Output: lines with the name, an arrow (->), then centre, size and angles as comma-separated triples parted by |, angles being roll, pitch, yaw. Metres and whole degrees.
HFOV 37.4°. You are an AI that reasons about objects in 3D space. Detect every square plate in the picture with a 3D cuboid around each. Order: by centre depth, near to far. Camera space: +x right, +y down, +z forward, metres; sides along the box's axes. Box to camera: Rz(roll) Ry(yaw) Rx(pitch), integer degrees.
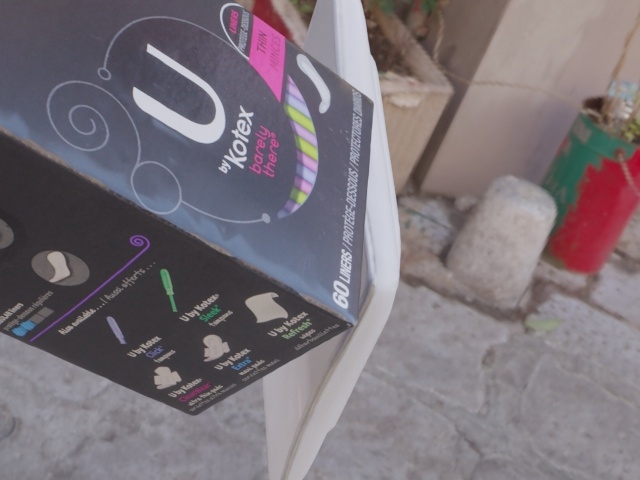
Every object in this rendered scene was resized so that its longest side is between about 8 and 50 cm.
square plate -> 0.000, 0.000, 0.815 | 0.049, 0.344, 0.347 | 5, 51, -11

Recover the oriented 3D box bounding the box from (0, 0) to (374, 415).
box -> -0.119, -0.051, 0.471 | 0.270, 0.143, 0.165 | 30, 45, -29
